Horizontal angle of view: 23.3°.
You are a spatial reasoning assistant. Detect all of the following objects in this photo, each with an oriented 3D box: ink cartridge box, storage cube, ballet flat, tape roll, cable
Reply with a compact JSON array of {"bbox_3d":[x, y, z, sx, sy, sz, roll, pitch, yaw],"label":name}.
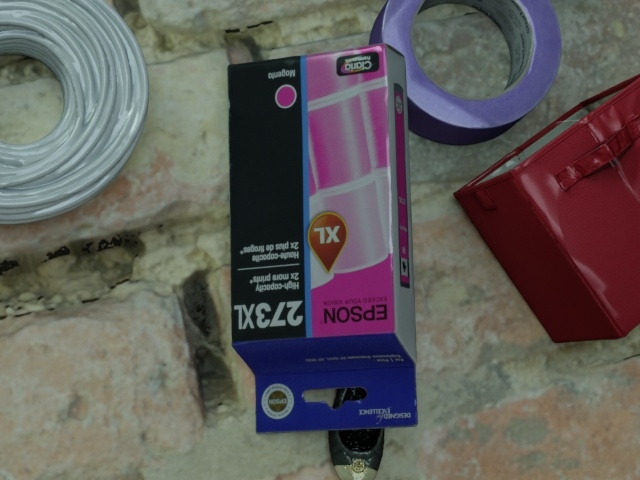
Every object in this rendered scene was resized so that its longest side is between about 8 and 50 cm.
[{"bbox_3d":[0.000,0.000,1.520,0.175,0.069,0.371,-5,82,23],"label":"ink cartridge box"},{"bbox_3d":[0.277,-0.027,1.532,0.183,0.215,0.193,-35,94,-13],"label":"storage cube"},{"bbox_3d":[0.040,0.162,1.543,0.057,0.049,0.173,7,80,-7],"label":"ballet flat"},{"bbox_3d":[0.148,-0.198,1.605,0.189,0.080,0.189,1,80,-8],"label":"tape roll"},{"bbox_3d":[-0.300,-0.140,1.521,0.257,0.089,0.257,22,77,-6],"label":"cable"}]
